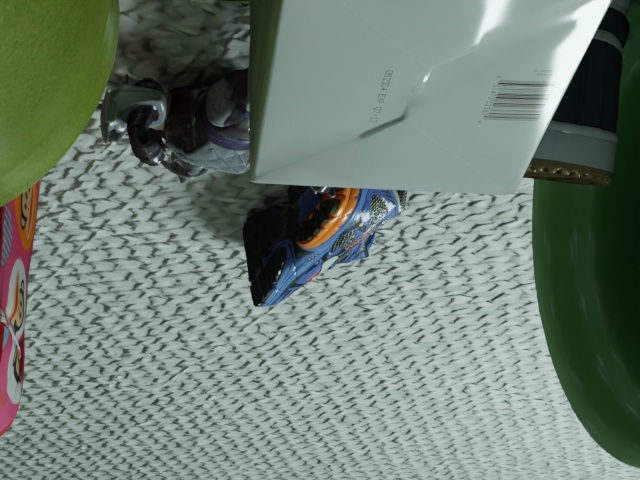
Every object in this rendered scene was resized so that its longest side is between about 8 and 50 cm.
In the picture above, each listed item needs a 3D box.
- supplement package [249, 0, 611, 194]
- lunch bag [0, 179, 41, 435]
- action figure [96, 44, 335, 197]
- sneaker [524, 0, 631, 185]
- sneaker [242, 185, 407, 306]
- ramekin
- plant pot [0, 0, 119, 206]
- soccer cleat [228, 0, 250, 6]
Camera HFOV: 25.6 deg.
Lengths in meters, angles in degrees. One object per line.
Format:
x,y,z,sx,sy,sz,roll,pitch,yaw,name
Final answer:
0.044,-0.158,0.709,0.149,0.203,0.194,3,154,-7,supplement package
-0.318,-0.007,0.912,0.258,0.293,0.120,-1,158,1,lunch bag
-0.049,-0.086,0.956,0.185,0.099,0.285,1,166,-28,action figure
0.113,-0.121,0.926,0.099,0.153,0.282,7,-177,-22,sneaker
0.000,0.000,1.169,0.087,0.083,0.221,4,158,-26,sneaker
0.265,-0.007,0.923,0.148,0.303,0.303,-1,154,-14,ramekin
-0.233,-0.158,0.602,0.366,0.366,0.353,-2,166,3,plant pot
-0.078,-0.182,0.826,0.179,0.060,0.072,4,143,-7,soccer cleat
